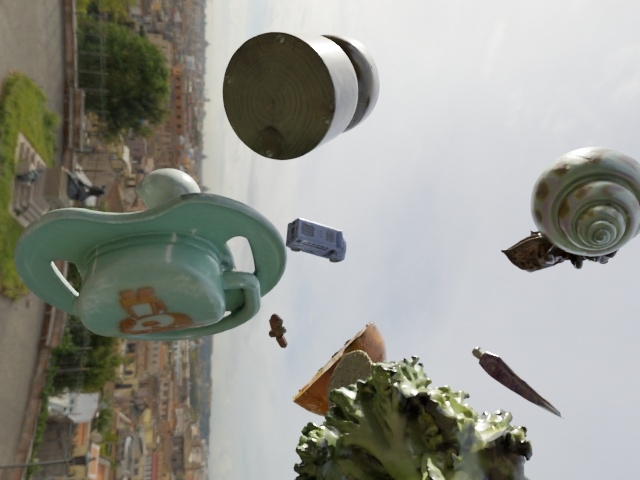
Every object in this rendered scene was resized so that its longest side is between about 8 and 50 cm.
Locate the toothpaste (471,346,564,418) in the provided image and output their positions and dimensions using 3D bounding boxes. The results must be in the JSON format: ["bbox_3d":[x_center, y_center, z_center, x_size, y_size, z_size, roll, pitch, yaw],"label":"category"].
[{"bbox_3d":[0.565,0.409,1.297,0.301,0.048,0.075,38,-32,49],"label":"toothpaste"}]

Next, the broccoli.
[{"bbox_3d":[0.136,0.348,0.613,0.334,0.324,0.272,-51,-154,-7],"label":"broccoli"}]

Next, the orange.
[{"bbox_3d":[0.068,0.378,1.331,0.274,0.275,0.309,-164,-93,-75],"label":"orange"}]

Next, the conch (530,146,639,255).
[{"bbox_3d":[0.584,-0.079,0.945,0.197,0.250,0.367,83,25,-49],"label":"conch"}]

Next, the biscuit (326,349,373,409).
[{"bbox_3d":[0.063,0.307,0.952,0.152,0.020,0.152,-44,-152,30],"label":"biscuit"}]

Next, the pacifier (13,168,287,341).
[{"bbox_3d":[-0.221,0.010,0.643,0.288,0.344,0.269,90,-5,-47],"label":"pacifier"}]

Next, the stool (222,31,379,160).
[{"bbox_3d":[-0.018,-0.247,0.739,0.264,0.179,0.179,-47,149,-58],"label":"stool"}]

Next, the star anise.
[{"bbox_3d":[0.607,0.014,1.082,0.198,0.258,0.110,30,-45,53],"label":"star anise"}]

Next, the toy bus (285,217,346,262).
[{"bbox_3d":[0.000,0.000,1.113,0.076,0.168,0.073,-35,-134,53],"label":"toy bus"}]

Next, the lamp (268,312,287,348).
[{"bbox_3d":[-0.096,0.197,0.995,0.063,0.031,0.083,36,-37,41],"label":"lamp"}]
